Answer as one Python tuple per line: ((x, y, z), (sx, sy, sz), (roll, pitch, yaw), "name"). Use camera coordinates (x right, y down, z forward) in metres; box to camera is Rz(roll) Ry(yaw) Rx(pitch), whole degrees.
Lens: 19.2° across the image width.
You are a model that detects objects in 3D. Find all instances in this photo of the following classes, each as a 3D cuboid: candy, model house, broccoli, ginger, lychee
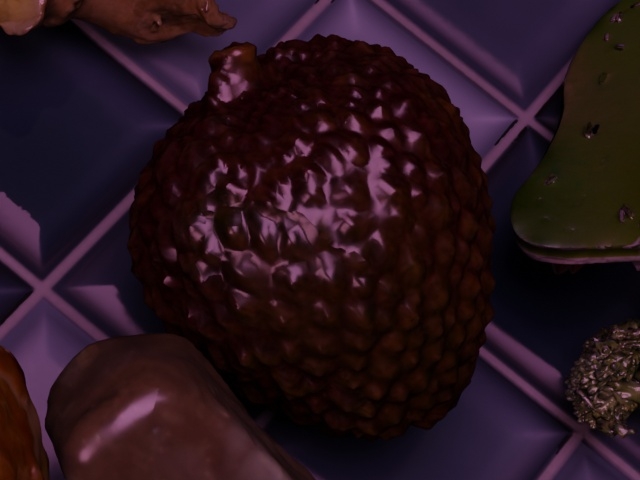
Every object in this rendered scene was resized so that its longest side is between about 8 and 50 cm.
((-0.059, 0.158, 1.110), (0.102, 0.104, 0.234), (-38, 114, 2), "candy")
((0.275, -0.043, 1.306), (0.207, 0.154, 0.294), (-5, 40, 33), "model house")
((0.215, 0.094, 1.259), (0.095, 0.097, 0.092), (-43, 73, 7), "broccoli")
((-0.180, -0.222, 1.291), (0.270, 0.123, 0.218), (39, 44, -19), "ginger")
((0.000, 0.000, 1.174), (0.236, 0.236, 0.271), (-35, 101, -23), "lychee")

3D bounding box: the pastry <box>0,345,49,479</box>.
((-0.240, 0.170, 1.050), (0.170, 0.237, 0.256), (45, 65, -3), "pastry")
